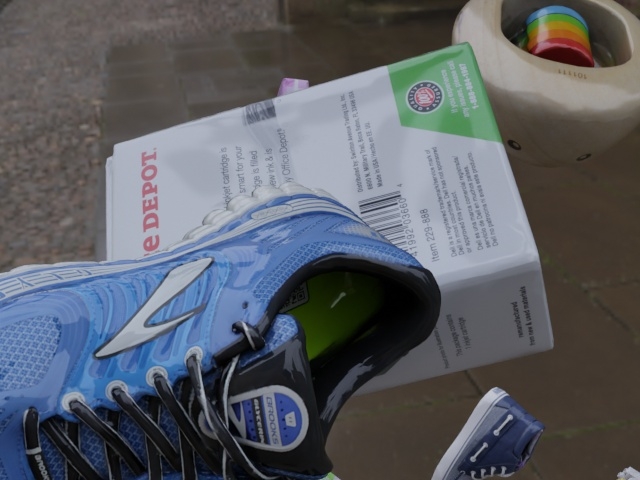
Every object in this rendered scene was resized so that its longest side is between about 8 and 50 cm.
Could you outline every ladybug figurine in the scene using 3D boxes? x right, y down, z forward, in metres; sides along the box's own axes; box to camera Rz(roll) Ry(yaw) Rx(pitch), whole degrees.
[{"bbox_3d":[0.338,-0.247,1.480,0.305,0.162,0.449,12,36,6],"label":"ladybug figurine"}]

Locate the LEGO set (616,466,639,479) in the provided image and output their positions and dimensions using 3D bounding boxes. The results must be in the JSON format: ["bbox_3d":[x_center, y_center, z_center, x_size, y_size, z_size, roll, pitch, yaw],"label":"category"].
[{"bbox_3d":[0.293,0.283,0.941,0.093,0.087,0.227,33,44,-3],"label":"LEGO set"}]

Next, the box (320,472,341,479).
[{"bbox_3d":[0.005,0.448,1.590,0.145,0.186,0.038,-52,2,-12],"label":"box"}]

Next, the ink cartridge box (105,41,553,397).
[{"bbox_3d":[0.000,0.000,0.742,0.289,0.121,0.211,-14,52,8],"label":"ink cartridge box"}]

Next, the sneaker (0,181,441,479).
[{"bbox_3d":[-0.076,0.067,0.494,0.330,0.130,0.147,-29,29,-29],"label":"sneaker"}]

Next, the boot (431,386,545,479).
[{"bbox_3d":[0.219,0.296,1.348,0.086,0.190,0.069,39,24,31],"label":"boot"}]

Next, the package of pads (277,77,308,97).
[{"bbox_3d":[-0.030,-0.123,1.058,0.032,0.083,0.050,4,-17,-10],"label":"package of pads"}]
